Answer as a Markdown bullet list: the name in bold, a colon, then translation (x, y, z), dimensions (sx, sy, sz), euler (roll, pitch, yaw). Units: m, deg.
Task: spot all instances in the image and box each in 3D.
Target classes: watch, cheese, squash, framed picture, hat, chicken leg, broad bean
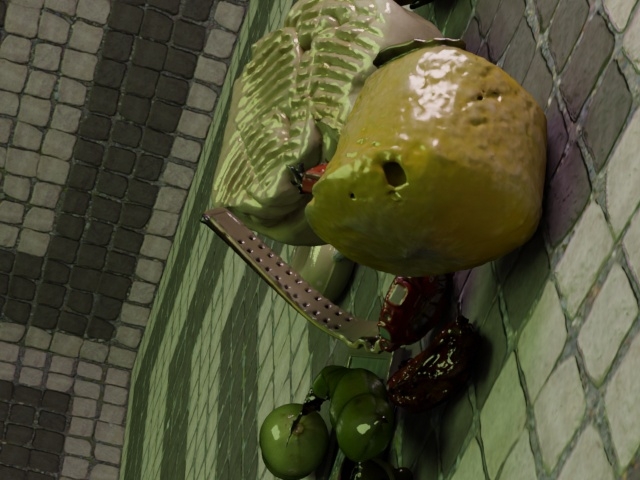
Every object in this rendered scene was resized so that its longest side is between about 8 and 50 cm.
- **watch**: translation (0.007, 0.000, 1.402), dimensions (0.102, 0.268, 0.165), euler (-29, -29, -50)
- **cheese**: translation (0.016, 0.011, 1.809), dimensions (0.227, 0.064, 0.137), euler (149, 132, -72)
- **squash**: translation (-0.034, 0.243, 1.685), dimensions (0.250, 0.083, 0.083), euler (107, 175, -77)
- **framed picture**: translation (0.034, 0.250, 1.545), dimensions (0.209, 0.019, 0.281), euler (158, 125, -76)
- **hat**: translation (0.055, 0.248, 1.356), dimensions (0.076, 0.059, 0.077), euler (92, -171, -57)
- **chicken leg**: translation (0.101, 0.121, 1.314), dimensions (0.093, 0.053, 0.205), euler (-60, 10, -26)
- **broad bean**: translation (0.027, 0.171, 1.406), dimensions (0.318, 0.056, 0.098), euler (153, 138, -77)

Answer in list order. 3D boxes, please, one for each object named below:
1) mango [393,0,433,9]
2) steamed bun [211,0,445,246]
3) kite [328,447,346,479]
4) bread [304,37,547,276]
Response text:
- **mango**: translation (0.104, -0.377, 1.630), dimensions (0.287, 0.152, 0.201), euler (129, 161, -60)
- **steamed bun**: translation (0.036, -0.118, 1.536), dimensions (0.276, 0.203, 0.289), euler (31, 103, 53)
- **kite**: translation (0.003, 0.308, 1.415), dimensions (0.360, 0.022, 0.204), euler (-79, 5, -61)
- **bread**: translation (0.094, -0.059, 1.202), dimensions (0.197, 0.197, 0.171), euler (128, 158, -63)
